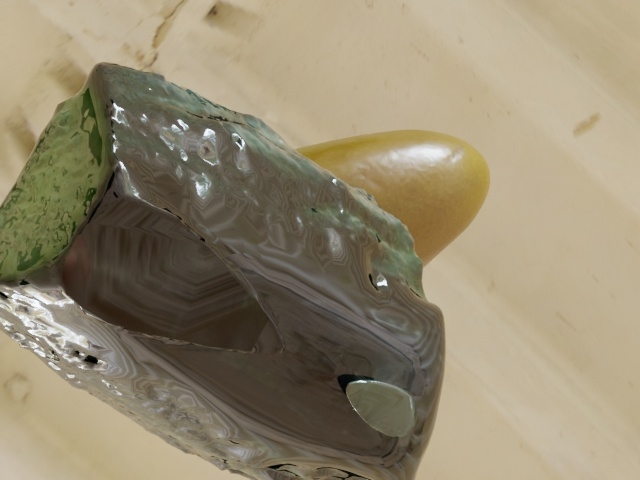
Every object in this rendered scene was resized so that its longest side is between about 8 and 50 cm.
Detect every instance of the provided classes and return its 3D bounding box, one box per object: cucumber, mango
[{"bbox_3d":[-0.020,0.027,0.421,0.193,0.086,0.115,35,-89,-37],"label":"cucumber"},{"bbox_3d":[0.000,0.000,0.834,0.253,0.113,0.138,-23,-44,-13],"label":"mango"}]
